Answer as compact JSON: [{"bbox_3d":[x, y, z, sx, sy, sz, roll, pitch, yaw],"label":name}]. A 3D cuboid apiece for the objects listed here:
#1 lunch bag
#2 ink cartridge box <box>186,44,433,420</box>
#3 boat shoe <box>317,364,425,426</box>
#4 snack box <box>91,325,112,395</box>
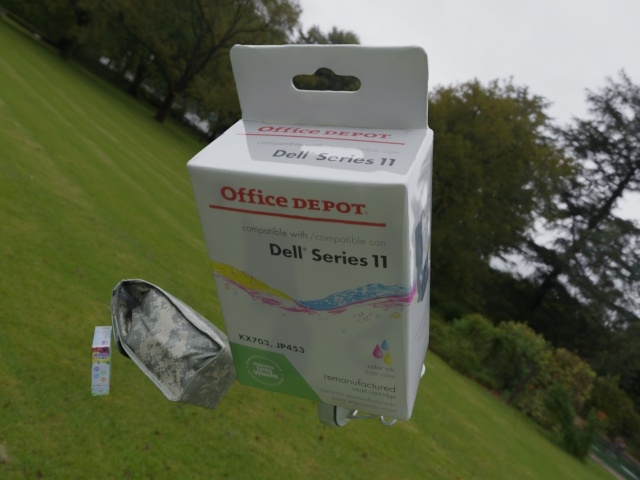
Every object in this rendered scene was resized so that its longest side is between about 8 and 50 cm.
[{"bbox_3d":[-0.323,0.220,1.234,0.287,0.169,0.235,39,-11,19],"label":"lunch bag"},{"bbox_3d":[0.000,0.000,0.557,0.207,0.354,0.119,6,35,19],"label":"ink cartridge box"},{"bbox_3d":[0.084,0.209,0.895,0.156,0.136,0.367,12,-40,10],"label":"boat shoe"},{"bbox_3d":[-0.447,0.243,1.152,0.037,0.100,0.141,0,8,-19],"label":"snack box"}]
